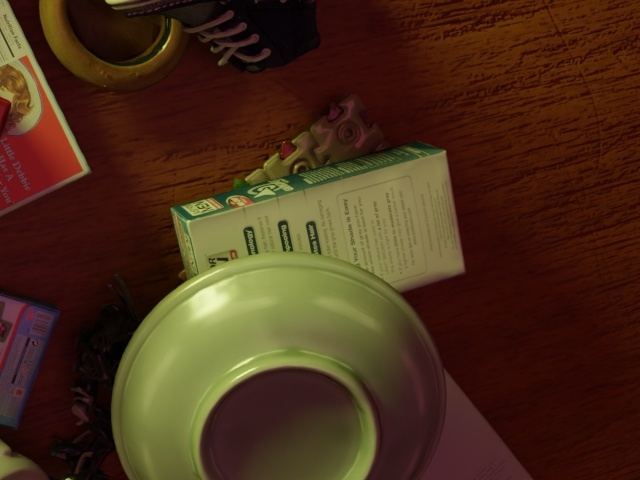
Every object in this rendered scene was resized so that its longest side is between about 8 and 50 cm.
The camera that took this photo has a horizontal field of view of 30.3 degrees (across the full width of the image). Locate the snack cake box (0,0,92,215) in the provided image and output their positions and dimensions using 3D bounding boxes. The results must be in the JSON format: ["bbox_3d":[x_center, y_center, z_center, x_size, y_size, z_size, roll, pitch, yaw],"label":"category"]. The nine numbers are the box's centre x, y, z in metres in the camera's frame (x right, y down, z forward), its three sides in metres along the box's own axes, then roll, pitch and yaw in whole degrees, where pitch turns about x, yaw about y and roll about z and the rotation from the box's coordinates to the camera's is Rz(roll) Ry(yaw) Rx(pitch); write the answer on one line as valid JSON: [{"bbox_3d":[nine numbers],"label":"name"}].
[{"bbox_3d":[-0.399,-0.168,1.389,0.152,0.089,0.264,-28,107,-15],"label":"snack cake box"}]

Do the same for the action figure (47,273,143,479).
[{"bbox_3d":[-0.249,0.188,1.473,0.140,0.164,0.276,16,103,-12],"label":"action figure"}]

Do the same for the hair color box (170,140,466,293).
[{"bbox_3d":[0.000,0.000,1.514,0.347,0.105,0.174,-16,107,-16],"label":"hair color box"}]

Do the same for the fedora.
[{"bbox_3d":[-0.252,-0.275,1.431,0.194,0.079,0.194,-8,107,-26],"label":"fedora"}]

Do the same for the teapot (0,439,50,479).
[{"bbox_3d":[-0.442,0.346,1.388,0.256,0.187,0.253,-59,149,-41],"label":"teapot"}]

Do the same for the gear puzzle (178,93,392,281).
[{"bbox_3d":[-0.043,-0.032,1.575,0.339,0.044,0.175,-39,111,-7],"label":"gear puzzle"}]

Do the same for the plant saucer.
[{"bbox_3d":[-0.041,0.215,1.371,0.400,0.100,0.401,-3,111,-7],"label":"plant saucer"}]

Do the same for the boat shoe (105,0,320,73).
[{"bbox_3d":[-0.110,-0.266,1.399,0.340,0.127,0.158,-29,115,-48],"label":"boat shoe"}]

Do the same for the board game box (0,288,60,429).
[{"bbox_3d":[-0.448,0.126,1.447,0.211,0.039,0.160,20,92,-23],"label":"board game box"}]

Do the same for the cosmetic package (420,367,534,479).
[{"bbox_3d":[0.125,0.258,1.590,0.156,0.217,0.385,-40,112,-8],"label":"cosmetic package"}]

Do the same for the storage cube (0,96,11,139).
[{"bbox_3d":[-0.453,-0.102,1.226,0.193,0.183,0.215,19,95,-27],"label":"storage cube"}]
